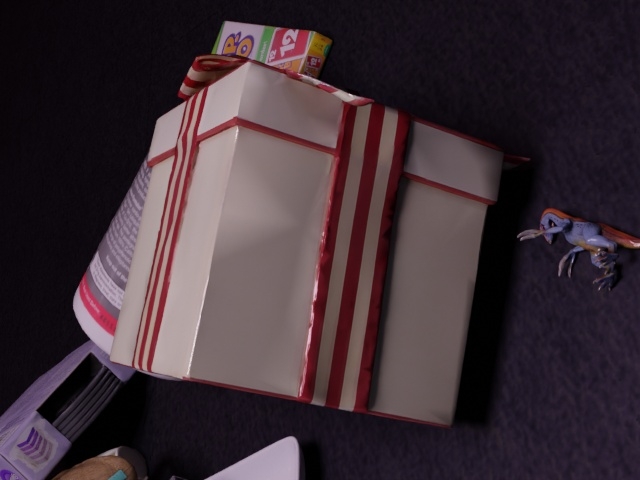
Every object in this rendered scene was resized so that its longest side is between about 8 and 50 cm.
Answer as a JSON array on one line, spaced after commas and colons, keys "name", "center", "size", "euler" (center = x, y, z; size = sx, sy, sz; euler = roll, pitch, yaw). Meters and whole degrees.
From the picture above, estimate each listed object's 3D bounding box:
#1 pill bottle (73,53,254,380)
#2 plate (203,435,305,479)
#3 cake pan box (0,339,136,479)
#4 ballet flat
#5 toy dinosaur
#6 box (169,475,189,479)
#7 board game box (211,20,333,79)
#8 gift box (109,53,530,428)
[{"name": "pill bottle", "center": [-0.116, -0.025, 0.963], "size": [0.318, 0.176, 0.176], "euler": [-59, 37, 17]}, {"name": "plate", "center": [-0.099, 0.353, 0.846], "size": [0.277, 0.045, 0.278], "euler": [-35, 41, 35]}, {"name": "cake pan box", "center": [-0.354, 0.230, 1.155], "size": [0.267, 0.070, 0.246], "euler": [-34, 15, 40]}, {"name": "ballet flat", "center": [-0.250, 0.285, 1.030], "size": [0.124, 0.116, 0.342], "euler": [-43, -3, -22]}, {"name": "toy dinosaur", "center": [0.193, -0.001, 0.670], "size": [0.090, 0.047, 0.082], "euler": [-22, 39, 7]}, {"name": "box", "center": [-0.142, 0.378, 0.790], "size": [0.216, 0.060, 0.270], "euler": [-50, 35, 15]}, {"name": "board game box", "center": [-0.084, -0.203, 1.131], "size": [0.259, 0.039, 0.124], "euler": [26, 95, 58]}, {"name": "gift box", "center": [0.000, 0.000, 0.736], "size": [0.276, 0.255, 0.258], "euler": [-7, 71, 59]}]
